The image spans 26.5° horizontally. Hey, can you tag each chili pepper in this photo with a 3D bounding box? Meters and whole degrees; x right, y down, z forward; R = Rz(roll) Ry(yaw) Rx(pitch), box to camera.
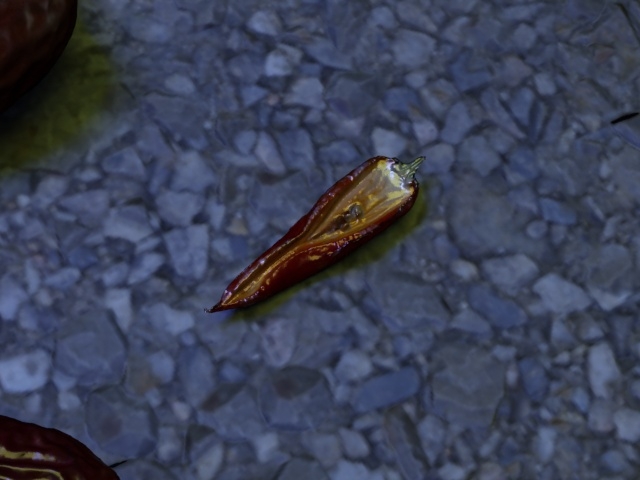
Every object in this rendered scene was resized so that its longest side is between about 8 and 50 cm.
[{"bbox_3d":[0.000,0.000,0.858,0.178,0.027,0.045,-38,73,-21],"label":"chili pepper"}]

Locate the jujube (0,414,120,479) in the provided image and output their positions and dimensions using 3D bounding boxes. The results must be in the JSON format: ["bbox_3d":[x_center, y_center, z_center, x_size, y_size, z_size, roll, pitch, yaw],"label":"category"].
[{"bbox_3d":[-0.193,0.148,0.723,0.176,0.109,0.112,12,32,0],"label":"jujube"}]

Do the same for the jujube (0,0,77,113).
[{"bbox_3d":[-0.263,-0.130,0.816,0.236,0.168,0.168,-34,75,-4],"label":"jujube"}]
